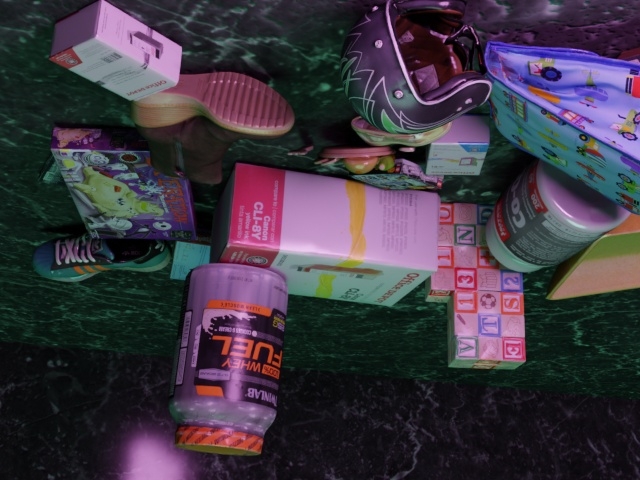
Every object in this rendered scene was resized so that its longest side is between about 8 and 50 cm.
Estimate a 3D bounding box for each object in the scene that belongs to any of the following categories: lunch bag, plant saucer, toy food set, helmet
[{"bbox_3d":[0.330,-0.153,1.151,0.293,0.138,0.221,23,174,20],"label":"lunch bag"},{"bbox_3d":[0.600,0.001,1.613,0.332,0.081,0.333,-8,158,-6],"label":"plant saucer"},{"bbox_3d":[0.055,-0.127,1.378,0.191,0.039,0.132,0,-170,11],"label":"toy food set"},{"bbox_3d":[0.102,-0.202,1.031,0.161,0.170,0.169,-12,164,-10],"label":"helmet"}]

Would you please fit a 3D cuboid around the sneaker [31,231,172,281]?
[{"bbox_3d":[-0.474,0.016,1.878,0.302,0.108,0.121,-6,161,1],"label":"sneaker"}]

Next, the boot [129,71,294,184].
[{"bbox_3d":[-0.152,-0.153,1.290,0.248,0.090,0.207,14,151,9],"label":"boot"}]

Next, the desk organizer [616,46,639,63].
[{"bbox_3d":[0.425,-0.229,1.077,0.047,0.050,0.130,46,163,-16],"label":"desk organizer"}]

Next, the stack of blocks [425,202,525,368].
[{"bbox_3d":[0.285,0.085,1.657,0.171,0.297,0.087,2,162,-1],"label":"stack of blocks"}]

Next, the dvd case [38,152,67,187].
[{"bbox_3d":[-0.378,-0.116,1.587,0.221,0.018,0.164,12,158,-25],"label":"dvd case"}]

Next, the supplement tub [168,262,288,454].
[{"bbox_3d":[-0.164,0.214,1.574,0.193,0.316,0.193,4,162,1],"label":"supplement tub"}]

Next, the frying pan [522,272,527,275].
[{"bbox_3d":[0.499,0.027,1.841,0.197,0.053,0.326,3,162,-2],"label":"frying pan"}]

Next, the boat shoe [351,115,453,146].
[{"bbox_3d":[0.119,-0.171,1.295,0.153,0.056,0.048,1,164,35],"label":"boat shoe"}]

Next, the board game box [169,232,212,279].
[{"bbox_3d":[-0.243,0.042,1.885,0.145,0.027,0.281,10,161,-10],"label":"board game box"}]

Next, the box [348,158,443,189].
[{"bbox_3d":[0.124,-0.108,1.472,0.093,0.027,0.137,16,173,-35],"label":"box"}]

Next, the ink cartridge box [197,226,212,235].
[{"bbox_3d":[-0.248,0.025,1.954,0.097,0.046,0.207,9,161,-15],"label":"ink cartridge box"}]

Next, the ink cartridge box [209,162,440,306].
[{"bbox_3d":[0.000,0.000,1.656,0.384,0.161,0.279,7,161,-13],"label":"ink cartridge box"}]

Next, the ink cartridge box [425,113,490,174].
[{"bbox_3d":[0.209,-0.145,1.361,0.088,0.052,0.122,1,163,4],"label":"ink cartridge box"}]

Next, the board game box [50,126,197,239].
[{"bbox_3d":[-0.332,-0.090,1.554,0.208,0.056,0.347,-3,156,-4],"label":"board game box"}]

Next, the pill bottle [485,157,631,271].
[{"bbox_3d":[0.380,-0.049,1.454,0.161,0.161,0.283,6,161,-9],"label":"pill bottle"}]

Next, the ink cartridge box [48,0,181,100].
[{"bbox_3d":[-0.260,-0.240,1.132,0.099,0.056,0.135,-11,157,37],"label":"ink cartridge box"}]
